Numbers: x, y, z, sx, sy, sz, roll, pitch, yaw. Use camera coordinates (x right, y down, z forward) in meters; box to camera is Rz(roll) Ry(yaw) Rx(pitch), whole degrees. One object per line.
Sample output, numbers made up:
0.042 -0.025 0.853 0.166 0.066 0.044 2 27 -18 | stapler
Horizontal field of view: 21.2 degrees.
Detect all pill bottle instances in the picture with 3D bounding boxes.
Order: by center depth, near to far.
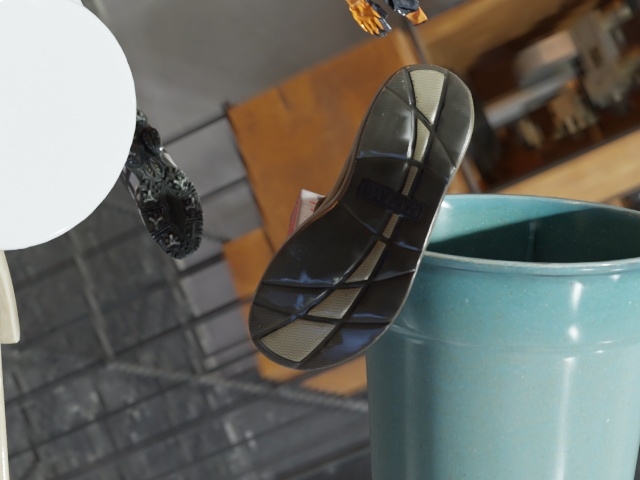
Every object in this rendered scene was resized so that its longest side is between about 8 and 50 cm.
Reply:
-0.221 -0.095 0.904 0.301 0.169 0.169 27 -20 52 | pill bottle

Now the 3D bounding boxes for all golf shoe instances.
-0.201 -0.067 2.105 0.094 0.077 0.198 135 -68 -78 | golf shoe

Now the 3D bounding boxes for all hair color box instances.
0.000 0.000 1.890 0.072 0.043 0.141 18 27 -4 | hair color box

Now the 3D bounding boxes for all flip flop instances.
0.037 -0.017 1.407 0.112 0.277 0.080 27 -6 -4 | flip flop

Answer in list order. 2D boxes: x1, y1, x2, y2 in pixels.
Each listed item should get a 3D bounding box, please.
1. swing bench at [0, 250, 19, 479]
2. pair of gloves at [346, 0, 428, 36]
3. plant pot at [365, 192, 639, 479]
-0.337 0.107 1.109 0.165 0.253 0.254 66 24 -81 | swing bench
0.072 -0.261 1.918 0.074 0.083 0.010 49 42 -31 | pair of gloves
0.187 0.146 1.710 0.341 0.341 0.334 -38 130 -72 | plant pot
